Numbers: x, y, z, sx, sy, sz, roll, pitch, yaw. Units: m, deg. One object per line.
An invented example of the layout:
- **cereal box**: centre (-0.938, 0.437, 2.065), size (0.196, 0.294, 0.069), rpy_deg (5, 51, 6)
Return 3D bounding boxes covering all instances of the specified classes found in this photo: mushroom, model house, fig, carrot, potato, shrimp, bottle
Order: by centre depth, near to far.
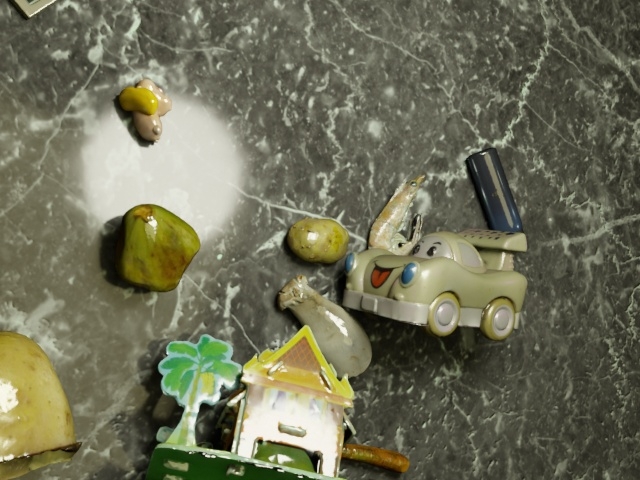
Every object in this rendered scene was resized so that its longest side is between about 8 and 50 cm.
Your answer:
- **potato**: centre (-0.514, 0.252, 1.137), size (0.285, 0.242, 0.243), rpy_deg (-4, 87, -35)
- **fig**: centre (-0.294, 0.008, 1.308), size (0.144, 0.154, 0.166), rpy_deg (-87, 166, -48)
- **model house**: centre (-0.126, 0.308, 1.356), size (0.357, 0.242, 0.313), rpy_deg (13, 51, -8)
- **mushroom**: centre (0.012, 0.167, 1.480), size (0.116, 0.093, 0.225), rpy_deg (-35, 107, -4)
- **potato**: centre (0.000, 0.000, 1.500), size (0.137, 0.070, 0.092), rpy_deg (3, 85, -27)
- **carrot**: centre (0.104, 0.443, 1.533), size (0.170, 0.042, 0.042), rpy_deg (17, 78, -22)
- **shrimp**: centre (0.179, -0.039, 1.611), size (0.126, 0.047, 0.223), rpy_deg (37, 76, -28)
- **bottle**: centre (0.407, -0.089, 1.721), size (0.072, 0.082, 0.245), rpy_deg (-19, 95, 17)

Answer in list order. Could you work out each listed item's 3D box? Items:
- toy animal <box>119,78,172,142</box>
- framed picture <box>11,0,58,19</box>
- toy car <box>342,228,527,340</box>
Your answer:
- **toy animal**: centre (-0.302, -0.243, 1.361), size (0.082, 0.091, 0.114), rpy_deg (-37, 101, -40)
- **framed picture**: centre (-0.473, -0.574, 1.338), size (0.324, 0.020, 0.240), rpy_deg (-43, 104, -24)
- **toy car**: centre (0.238, 0.070, 1.503), size (0.336, 0.242, 0.226), rpy_deg (10, 89, -34)
